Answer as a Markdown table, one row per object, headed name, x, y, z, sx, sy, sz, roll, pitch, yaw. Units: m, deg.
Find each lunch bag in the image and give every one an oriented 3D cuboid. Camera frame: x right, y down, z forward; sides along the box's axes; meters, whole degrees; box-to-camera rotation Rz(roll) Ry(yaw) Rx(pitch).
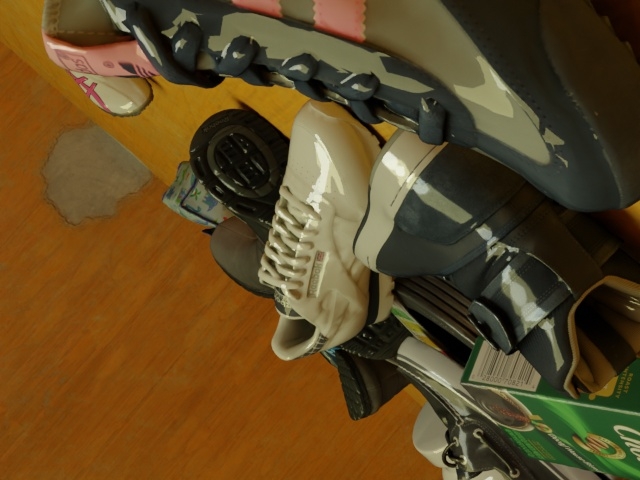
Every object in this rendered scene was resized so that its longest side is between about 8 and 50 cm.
| name | x | y | z | sx | sy | sz | roll | pitch | yaw |
| --- | --- | --- | --- | --- | --- | --- | --- | --- | --- |
| lunch bag | -0.155 | -0.053 | 1.707 | 0.151 | 0.096 | 0.129 | 28 | 177 | -22 |

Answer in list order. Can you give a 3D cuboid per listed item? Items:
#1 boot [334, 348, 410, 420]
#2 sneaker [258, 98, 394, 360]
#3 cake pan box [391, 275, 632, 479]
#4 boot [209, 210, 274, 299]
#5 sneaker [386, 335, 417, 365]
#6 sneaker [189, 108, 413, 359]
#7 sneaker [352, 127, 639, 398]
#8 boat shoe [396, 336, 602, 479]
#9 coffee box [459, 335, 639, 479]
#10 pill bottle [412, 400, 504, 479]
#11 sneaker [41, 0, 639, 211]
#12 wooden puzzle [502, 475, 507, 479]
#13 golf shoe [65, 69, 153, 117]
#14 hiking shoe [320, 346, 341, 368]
| name | x | y | z | sx | sy | sz | roll | pitch | yaw |
| --- | --- | --- | --- | --- | --- | --- | --- | --- | --- |
| boot | 0.102 | 0.153 | 1.355 | 0.246 | 0.161 | 0.083 | 89 | 167 | -89 |
| sneaker | 0.000 | 0.000 | 0.822 | 0.090 | 0.095 | 0.235 | 45 | 153 | 40 |
| cake pan box | 0.163 | 0.100 | 0.934 | 0.246 | 0.070 | 0.267 | 32 | 169 | 44 |
| boot | -0.058 | -0.012 | 1.382 | 0.338 | 0.118 | 0.222 | 20 | 158 | 42 |
| sneaker | 0.149 | 0.123 | 1.236 | 0.222 | 0.083 | 0.118 | 34 | -167 | -1 |
| sneaker | -0.006 | -0.008 | 1.078 | 0.286 | 0.109 | 0.130 | 53 | -176 | 5 |
| sneaker | 0.103 | 0.020 | 0.626 | 0.163 | 0.086 | 0.226 | 42 | 173 | 10 |
| boat shoe | 0.143 | 0.174 | 0.913 | 0.228 | 0.076 | 0.080 | 40 | 174 | 7 |
| coffee box | 0.189 | 0.111 | 0.683 | 0.184 | 0.040 | 0.113 | 5 | 148 | 42 |
| pill bottle | 0.243 | 0.280 | 1.326 | 0.265 | 0.153 | 0.153 | 43 | 174 | -18 |
| sneaker | -0.025 | -0.088 | 0.415 | 0.319 | 0.131 | 0.112 | 39 | 173 | 17 |
| wooden puzzle | 0.300 | 0.346 | 1.044 | 0.348 | 0.080 | 0.322 | 30 | -157 | -40 |
| golf shoe | -0.285 | -0.219 | 1.390 | 0.186 | 0.067 | 0.086 | 37 | 172 | 30 |
| hiking shoe | 0.030 | 0.137 | 1.789 | 0.304 | 0.113 | 0.132 | 42 | 175 | -15 |
